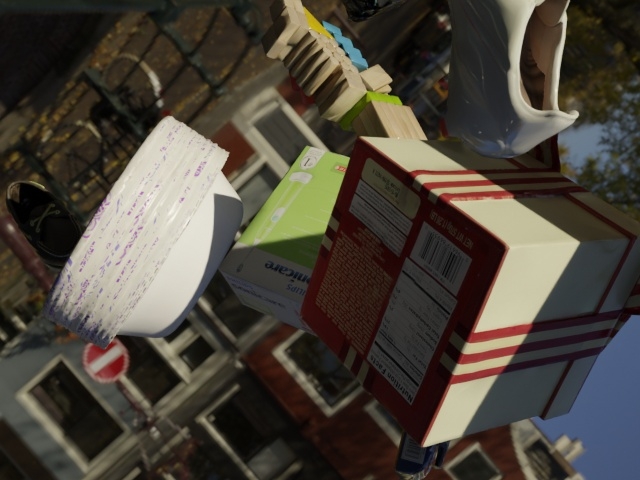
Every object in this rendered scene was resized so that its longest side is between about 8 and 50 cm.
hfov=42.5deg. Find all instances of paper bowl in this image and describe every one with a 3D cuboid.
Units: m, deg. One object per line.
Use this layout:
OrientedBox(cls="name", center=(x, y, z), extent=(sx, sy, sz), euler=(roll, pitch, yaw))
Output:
OrientedBox(cls="paper bowl", center=(-0.200, 0.003, 1.001), extent=(0.284, 0.148, 0.284), euler=(-56, -169, 17))

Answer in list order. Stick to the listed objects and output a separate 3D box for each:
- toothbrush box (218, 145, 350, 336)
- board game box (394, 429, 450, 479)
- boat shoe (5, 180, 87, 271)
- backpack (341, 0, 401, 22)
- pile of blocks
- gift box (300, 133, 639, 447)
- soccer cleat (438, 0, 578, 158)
OrientedBox(cls="toothbrush box", center=(0.000, 0.000, 1.386), extent=(0.283, 0.206, 0.122), euler=(-56, 146, -24))
OrientedBox(cls="board game box", center=(0.153, 0.227, 1.101), extent=(0.194, 0.060, 0.194), euler=(66, 38, -69))
OrientedBox(cls="boat shoe", center=(-0.408, -0.024, 1.224), extent=(0.081, 0.068, 0.228), euler=(-43, -137, -15))
OrientedBox(cls="backpack", center=(0.079, -0.416, 1.129), extent=(0.144, 0.188, 0.166), euler=(-24, -171, -6))
OrientedBox(cls="pile of blocks", center=(0.029, -0.271, 1.455), extent=(0.112, 0.362, 0.149), euler=(-43, 174, 36))
OrientedBox(cls="gift box", center=(0.174, 0.027, 0.830), extent=(0.258, 0.255, 0.276), euler=(-2, 127, -38))
OrientedBox(cls="soccer cleat", center=(0.095, -0.142, 0.440), extent=(0.068, 0.196, 0.076), euler=(-5, 175, -41))
